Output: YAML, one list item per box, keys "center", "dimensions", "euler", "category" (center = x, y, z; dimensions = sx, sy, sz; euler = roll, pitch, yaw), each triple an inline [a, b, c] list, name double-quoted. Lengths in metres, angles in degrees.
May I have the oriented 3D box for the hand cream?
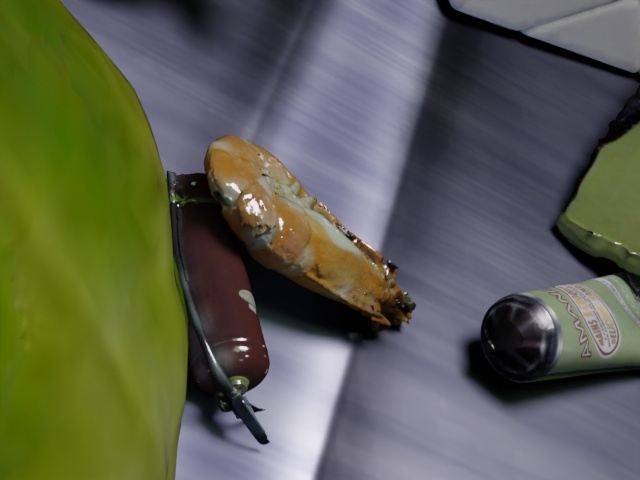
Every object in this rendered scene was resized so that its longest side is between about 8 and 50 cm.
- center: [0.183, 0.057, 0.986]
  dimensions: [0.235, 0.055, 0.086]
  euler: [-2, 54, -52]
  category: "hand cream"

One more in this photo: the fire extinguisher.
- center: [-0.058, 0.032, 0.797]
  dimensions: [0.064, 0.043, 0.158]
  euler: [51, 17, -52]
  category: "fire extinguisher"

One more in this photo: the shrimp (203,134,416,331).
- center: [0.000, 0.000, 0.852]
  dimensions: [0.184, 0.043, 0.091]
  euler: [42, 25, -30]
  category: "shrimp"

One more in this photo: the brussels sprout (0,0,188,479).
- center: [-0.220, 0.051, 0.368]
  dimensions: [0.425, 0.361, 0.342]
  euler: [13, 41, -31]
  category: "brussels sprout"

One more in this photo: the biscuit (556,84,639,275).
- center: [0.281, -0.074, 1.174]
  dimensions: [0.099, 0.038, 0.322]
  euler: [27, 42, 13]
  category: "biscuit"

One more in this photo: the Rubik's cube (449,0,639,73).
- center: [0.273, -0.370, 1.273]
  dimensions: [0.322, 0.319, 0.316]
  euler: [13, 44, -34]
  category: "Rubik's cube"
